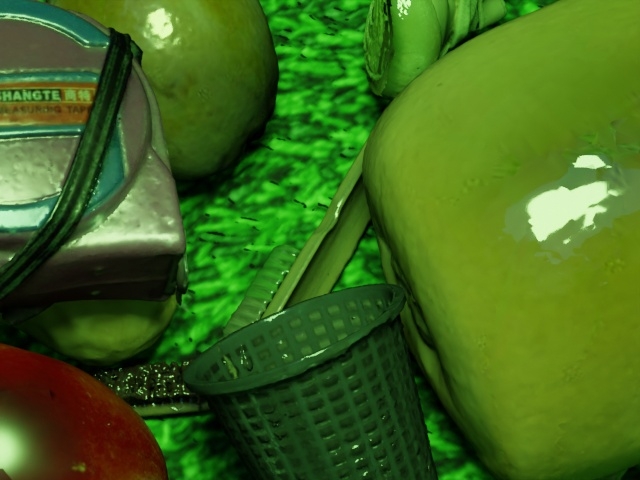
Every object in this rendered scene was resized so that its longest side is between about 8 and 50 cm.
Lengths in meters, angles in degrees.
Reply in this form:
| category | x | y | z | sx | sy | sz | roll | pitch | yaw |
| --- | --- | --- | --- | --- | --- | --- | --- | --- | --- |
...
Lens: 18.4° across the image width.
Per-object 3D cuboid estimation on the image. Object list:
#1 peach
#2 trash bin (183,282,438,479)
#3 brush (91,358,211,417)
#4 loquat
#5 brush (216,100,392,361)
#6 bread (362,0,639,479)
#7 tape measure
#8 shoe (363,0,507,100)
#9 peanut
| category | x | y | z | sx | sy | sz | roll | pitch | yaw |
| --- | --- | --- | --- | --- | --- | --- | --- | --- | --- |
| peach | -0.227 | 0.190 | 1.416 | 0.243 | 0.243 | 0.199 | 11 | 47 | 9 |
| trash bin | 0.008 | 0.136 | 1.444 | 0.175 | 0.175 | 0.161 | -24 | 103 | -7 |
| brush | -0.197 | 0.123 | 1.544 | 0.248 | 0.036 | 0.043 | -6 | 60 | 1 |
| loquat | -0.129 | -0.156 | 1.598 | 0.179 | 0.179 | 0.227 | -25 | 73 | -7 |
| brush | 0.000 | 0.000 | 1.580 | 0.048 | 0.054 | 0.282 | 17 | 65 | 33 |
| bread | 0.235 | -0.028 | 1.466 | 0.376 | 0.253 | 0.348 | -18 | 61 | -6 |
| tape measure | -0.225 | -0.050 | 1.434 | 0.231 | 0.149 | 0.245 | -4 | 66 | -12 |
| shoe | 0.094 | -0.231 | 1.616 | 0.128 | 0.140 | 0.262 | -4 | 42 | 7 |
| peanut | -0.266 | 0.011 | 1.550 | 0.319 | 0.147 | 0.147 | 24 | 69 | 11 |
